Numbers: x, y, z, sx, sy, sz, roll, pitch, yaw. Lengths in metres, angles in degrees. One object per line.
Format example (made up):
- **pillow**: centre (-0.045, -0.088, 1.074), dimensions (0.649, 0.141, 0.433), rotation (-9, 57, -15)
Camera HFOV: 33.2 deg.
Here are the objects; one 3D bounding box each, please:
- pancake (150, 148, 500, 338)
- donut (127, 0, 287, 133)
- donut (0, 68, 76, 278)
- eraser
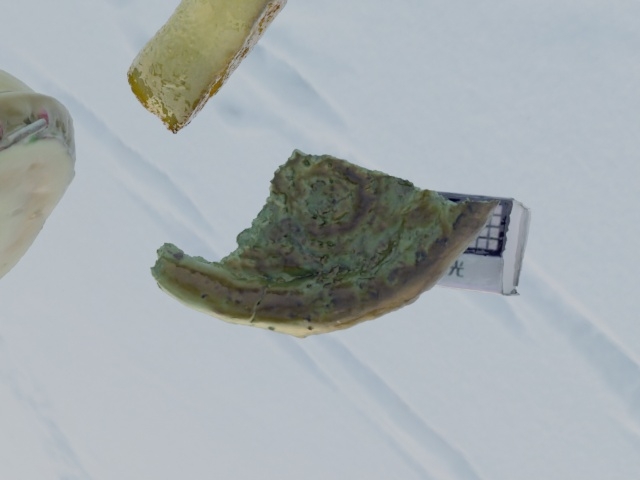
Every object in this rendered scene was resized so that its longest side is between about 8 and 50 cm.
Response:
- **pancake**: centre (0.000, 0.002, 1.103), dimensions (0.054, 0.377, 0.197), rotation (-47, -61, -77)
- **donut**: centre (-0.096, -0.172, 0.897), dimensions (0.075, 0.190, 0.174), rotation (40, 113, -8)
- **donut**: centre (-0.407, -0.040, 1.117), dimensions (0.150, 0.307, 0.371), rotation (48, 113, 10)
- **eraser**: centre (0.132, -0.003, 1.450), dimensions (0.287, 0.086, 0.130), rotation (5, 86, 30)
